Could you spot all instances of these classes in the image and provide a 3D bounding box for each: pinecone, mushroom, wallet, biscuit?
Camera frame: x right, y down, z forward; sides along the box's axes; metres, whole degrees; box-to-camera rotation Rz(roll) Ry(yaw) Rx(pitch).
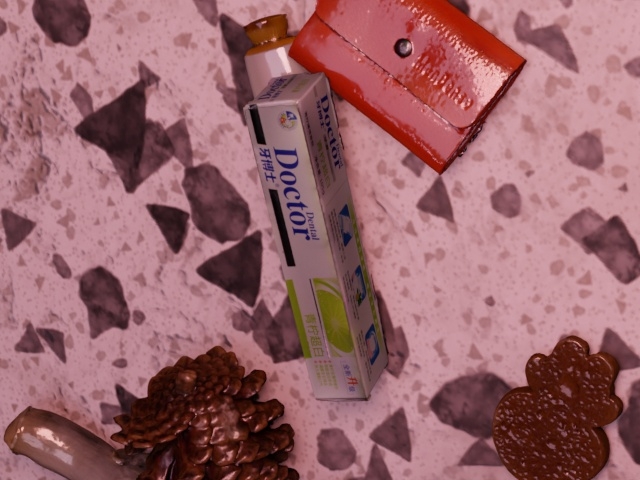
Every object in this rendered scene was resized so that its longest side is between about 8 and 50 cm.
[{"bbox_3d":[-0.116,0.235,1.684,0.185,0.168,0.212,-29,97,-9],"label":"pinecone"},{"bbox_3d":[-0.257,0.281,1.824,0.278,0.096,0.099,29,116,22],"label":"mushroom"},{"bbox_3d":[0.082,-0.180,1.509,0.204,0.045,0.142,39,106,11],"label":"wallet"},{"bbox_3d":[0.244,0.178,1.559,0.124,0.026,0.175,31,118,15],"label":"biscuit"}]

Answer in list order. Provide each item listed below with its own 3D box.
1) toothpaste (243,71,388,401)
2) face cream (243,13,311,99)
[{"bbox_3d":[0.000,0.000,1.563,0.067,0.081,0.337,-4,115,22],"label":"toothpaste"},{"bbox_3d":[-0.032,-0.143,1.591,0.072,0.051,0.182,-13,101,28],"label":"face cream"}]
